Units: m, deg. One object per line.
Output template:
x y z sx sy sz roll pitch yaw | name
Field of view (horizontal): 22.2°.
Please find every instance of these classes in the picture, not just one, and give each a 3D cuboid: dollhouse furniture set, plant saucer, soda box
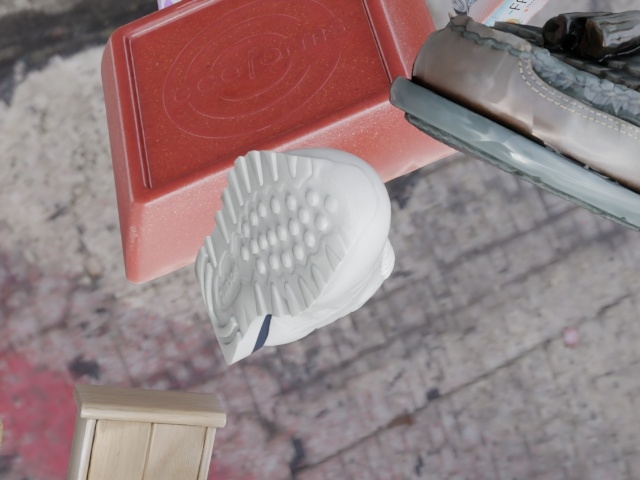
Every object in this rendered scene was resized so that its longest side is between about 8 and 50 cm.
-0.122 0.248 1.141 0.303 0.355 0.173 6 106 -18 | dollhouse furniture set
-0.043 -0.116 1.169 0.259 0.258 0.047 -104 168 -47 | plant saucer
0.208 -0.275 1.626 0.058 0.183 0.063 2 57 -38 | soda box

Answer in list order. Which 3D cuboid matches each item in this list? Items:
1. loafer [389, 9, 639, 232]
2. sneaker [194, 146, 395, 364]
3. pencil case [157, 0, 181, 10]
0.121 -0.048 0.575 0.267 0.096 0.084 14 104 -53 | loafer
0.000 0.000 0.887 0.095 0.235 0.090 -12 79 -20 | sneaker
-0.068 -0.243 1.692 0.206 0.088 0.086 -9 64 2 | pencil case
